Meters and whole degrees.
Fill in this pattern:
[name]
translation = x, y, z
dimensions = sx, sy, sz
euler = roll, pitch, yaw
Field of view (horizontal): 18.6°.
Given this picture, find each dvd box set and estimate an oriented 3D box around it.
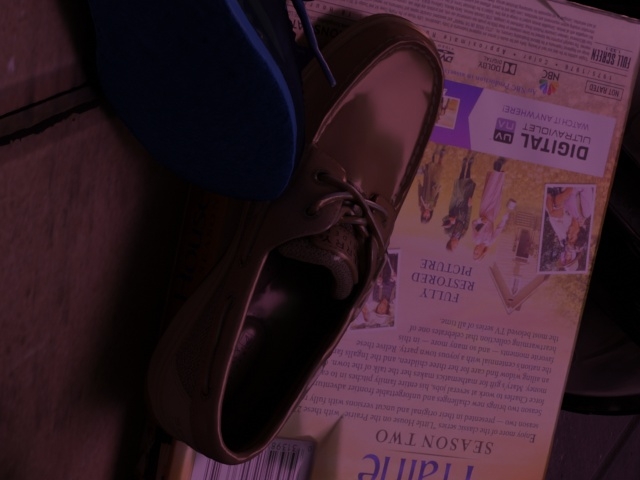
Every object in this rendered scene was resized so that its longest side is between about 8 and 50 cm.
[dvd box set]
translation = 0.048, 0.023, 1.331
dimensions = 0.307, 0.062, 0.420
euler = 9, 96, -30

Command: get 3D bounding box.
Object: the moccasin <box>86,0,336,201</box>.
[moccasin]
translation = -0.059, -0.154, 1.058
dimensions = 0.342, 0.137, 0.117
euler = 78, 27, -54

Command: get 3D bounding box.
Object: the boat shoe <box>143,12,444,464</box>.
[boat shoe]
translation = 0.000, 0.000, 1.205
dimensions = 0.109, 0.098, 0.302
euler = 34, 83, -28

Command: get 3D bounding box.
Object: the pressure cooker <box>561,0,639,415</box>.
[pressure cooker]
translation = 0.262, -0.042, 1.707
dimensions = 0.420, 0.370, 0.375
euler = -19, 117, -73
